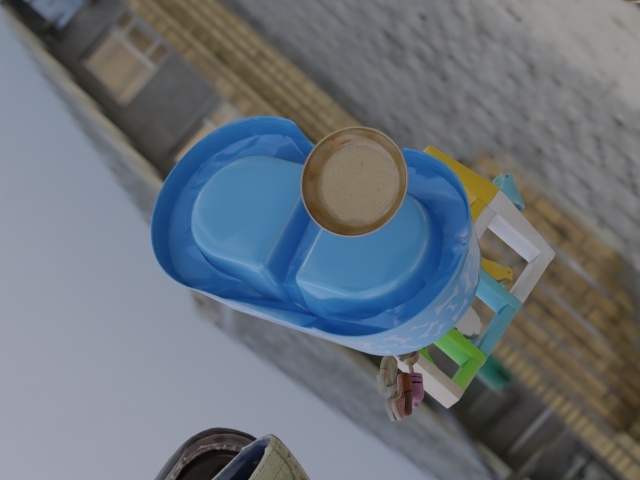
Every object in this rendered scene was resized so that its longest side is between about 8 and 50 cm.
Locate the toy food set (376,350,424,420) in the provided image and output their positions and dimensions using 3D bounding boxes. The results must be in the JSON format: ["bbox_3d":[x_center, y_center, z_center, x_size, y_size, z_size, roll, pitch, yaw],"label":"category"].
[{"bbox_3d":[0.082,0.135,1.618,0.122,0.019,0.078,-63,-39,-62],"label":"toy food set"}]

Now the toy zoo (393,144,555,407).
[{"bbox_3d":[0.139,0.021,1.833,0.192,0.293,0.030,40,142,-3],"label":"toy zoo"}]

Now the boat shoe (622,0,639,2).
[{"bbox_3d":[0.292,-0.207,1.234,0.059,0.063,0.170,-8,-172,-34],"label":"boat shoe"}]

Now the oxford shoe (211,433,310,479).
[{"bbox_3d":[-0.157,0.225,0.819,0.140,0.397,0.146,-17,96,60],"label":"oxford shoe"}]

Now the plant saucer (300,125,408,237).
[{"bbox_3d":[0.027,-0.042,1.233,0.083,0.083,0.015,43,-173,20],"label":"plant saucer"}]

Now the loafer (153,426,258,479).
[{"bbox_3d":[-0.092,0.313,1.242,0.134,0.366,0.130,17,159,-11],"label":"loafer"}]

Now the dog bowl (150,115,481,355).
[{"bbox_3d":[0.000,0.000,1.358,0.297,0.166,0.074,16,161,34],"label":"dog bowl"}]
